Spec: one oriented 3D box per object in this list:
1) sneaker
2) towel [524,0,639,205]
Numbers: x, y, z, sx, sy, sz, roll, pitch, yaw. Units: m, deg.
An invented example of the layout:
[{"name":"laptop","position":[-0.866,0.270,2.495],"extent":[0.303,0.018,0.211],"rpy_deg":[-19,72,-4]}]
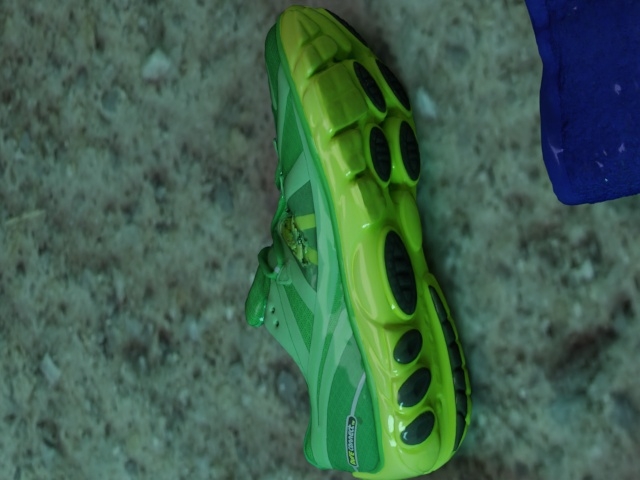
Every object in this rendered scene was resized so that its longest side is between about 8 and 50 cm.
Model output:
[{"name":"sneaker","position":[0.000,0.000,1.035],"extent":[0.124,0.109,0.295],"rpy_deg":[-17,77,32]},{"name":"towel","position":[0.240,-0.157,0.887],"extent":[0.308,0.076,0.227],"rpy_deg":[-15,81,38]}]
